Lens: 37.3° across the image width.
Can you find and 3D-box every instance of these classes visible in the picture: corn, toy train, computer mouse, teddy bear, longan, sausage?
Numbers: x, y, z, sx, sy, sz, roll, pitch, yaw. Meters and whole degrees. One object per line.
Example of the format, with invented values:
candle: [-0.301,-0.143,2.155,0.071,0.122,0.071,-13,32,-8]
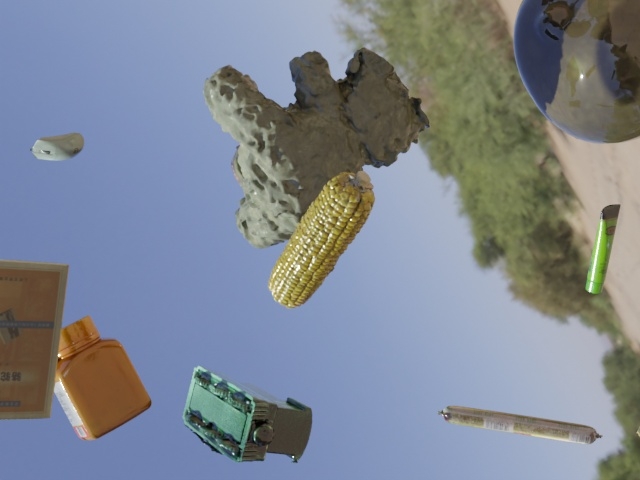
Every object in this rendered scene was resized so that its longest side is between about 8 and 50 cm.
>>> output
corn: [0.000,0.000,1.327,0.080,0.238,0.080,26,-154,-14]
toy train: [-0.156,0.360,1.944,0.178,0.138,0.330,13,180,-30]
computer mouse: [-0.521,-0.182,1.882,0.032,0.110,0.056,56,145,36]
teddy bear: [0.010,-0.172,1.670,0.224,0.367,0.357,33,143,58]
longan: [0.523,-0.350,1.732,0.361,0.361,0.361,54,-167,-18]
sausage: [0.326,0.303,1.559,0.033,0.269,0.033,7,-90,-80]

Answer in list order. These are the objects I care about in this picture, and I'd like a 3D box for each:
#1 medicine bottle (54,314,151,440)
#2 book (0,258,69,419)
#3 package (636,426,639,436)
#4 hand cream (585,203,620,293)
medicine bottle: [-0.452,0.267,1.874,0.112,0.149,0.222,-22,95,60]
book: [-0.470,0.148,1.400,0.170,0.242,0.018,4,-172,-29]
package: [0.537,0.294,1.470,0.108,0.031,0.121,-53,-58,-28]
hand cream: [0.371,0.011,1.248,0.023,0.036,0.122,31,125,48]
